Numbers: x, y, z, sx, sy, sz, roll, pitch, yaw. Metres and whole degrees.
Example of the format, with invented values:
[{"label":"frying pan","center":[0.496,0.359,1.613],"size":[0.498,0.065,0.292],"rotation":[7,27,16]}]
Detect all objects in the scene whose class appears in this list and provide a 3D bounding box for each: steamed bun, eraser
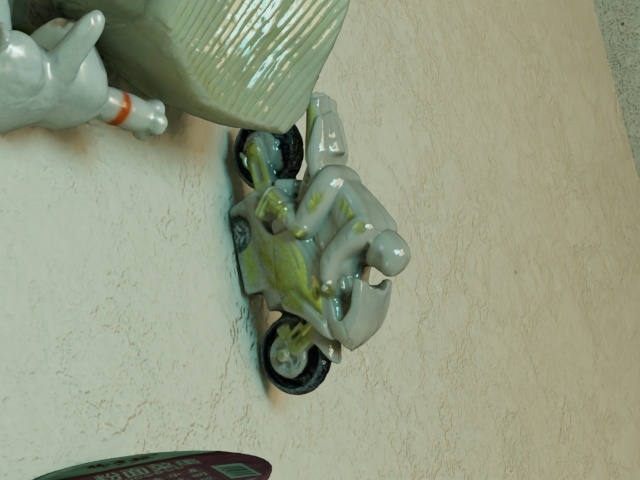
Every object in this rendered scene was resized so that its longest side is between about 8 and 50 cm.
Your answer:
[{"label":"steamed bun","center":[-0.147,-0.270,1.624],"size":[0.383,0.236,0.247],"rotation":[31,81,-62]},{"label":"eraser","center":[-0.290,-0.221,1.579],"size":[0.083,0.019,0.038],"rotation":[35,48,-51]}]

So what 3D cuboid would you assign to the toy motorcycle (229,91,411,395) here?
[{"label":"toy motorcycle","center":[0.000,0.000,1.806],"size":[0.108,0.222,0.341],"rotation":[2,75,-56]}]

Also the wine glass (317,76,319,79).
[{"label":"wine glass","center":[-0.100,-0.266,1.853],"size":[0.231,0.103,0.103],"rotation":[57,34,-29]}]

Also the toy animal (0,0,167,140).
[{"label":"toy animal","center":[-0.264,-0.167,1.473],"size":[0.282,0.140,0.138],"rotation":[-9,118,-54]}]

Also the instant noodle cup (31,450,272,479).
[{"label":"instant noodle cup","center":[-0.154,0.300,1.419],"size":[0.234,0.234,0.179],"rotation":[-11,98,-61]}]
